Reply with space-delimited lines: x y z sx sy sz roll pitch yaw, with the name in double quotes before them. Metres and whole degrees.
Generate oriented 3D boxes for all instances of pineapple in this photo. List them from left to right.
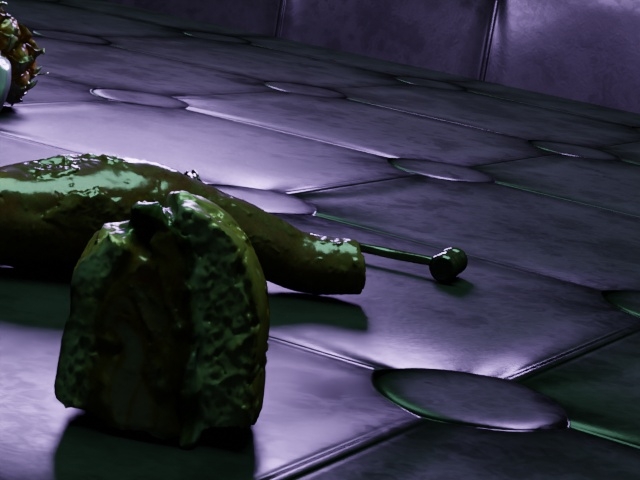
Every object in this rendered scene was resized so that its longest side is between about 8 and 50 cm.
"pineapple" -0.438 -0.260 2.306 0.233 0.079 0.135 33 -23 -32

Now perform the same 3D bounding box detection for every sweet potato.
"sweet potato" -0.144 -0.015 1.560 0.385 0.109 0.109 6 12 -19

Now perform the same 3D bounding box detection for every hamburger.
"hamburger" -0.083 0.044 1.219 0.135 0.155 0.208 15 5 7

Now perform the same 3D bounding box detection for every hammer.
"hammer" 0.000 0.000 1.794 0.292 0.029 0.058 11 9 16

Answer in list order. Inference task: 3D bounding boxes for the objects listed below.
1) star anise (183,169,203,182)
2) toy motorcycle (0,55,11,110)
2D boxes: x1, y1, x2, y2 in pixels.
"star anise" -0.148 -0.026 1.726 0.168 0.057 0.168 5 21 -2
"toy motorcycle" -0.471 -0.201 2.238 0.260 0.110 0.171 10 -7 40
